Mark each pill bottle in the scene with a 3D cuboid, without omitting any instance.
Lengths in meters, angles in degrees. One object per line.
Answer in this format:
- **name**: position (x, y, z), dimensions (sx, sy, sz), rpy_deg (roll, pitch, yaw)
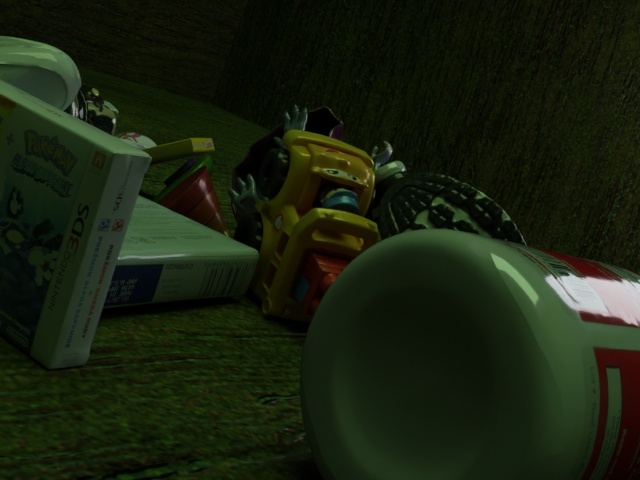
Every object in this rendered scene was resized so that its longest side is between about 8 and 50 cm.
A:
- **pill bottle**: position (0.195, 0.125, 0.732), dimensions (0.408, 0.229, 0.229), rpy_deg (10, 15, -47)

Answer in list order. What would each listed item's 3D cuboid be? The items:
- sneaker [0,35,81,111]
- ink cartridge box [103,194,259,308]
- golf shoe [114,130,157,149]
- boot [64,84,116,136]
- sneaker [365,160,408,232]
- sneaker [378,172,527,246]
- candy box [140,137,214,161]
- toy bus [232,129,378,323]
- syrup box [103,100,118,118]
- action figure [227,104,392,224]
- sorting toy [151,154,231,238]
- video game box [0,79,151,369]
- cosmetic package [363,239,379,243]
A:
- **sneaker**: position (-0.365, -0.090, 0.799), dimensions (0.305, 0.114, 0.152), rpy_deg (-22, 53, -15)
- **ink cartridge box**: position (-0.288, -0.018, 0.960), dimensions (0.330, 0.071, 0.324), rpy_deg (23, 10, 26)
- **golf shoe**: position (-0.362, -0.155, 1.531), dimensions (0.086, 0.067, 0.186), rpy_deg (34, 25, 35)
- **boot**: position (-0.408, -0.184, 1.233), dimensions (0.378, 0.138, 0.284), rpy_deg (4, 2, 31)
- **sneaker**: position (0.102, -0.019, 1.205), dimensions (0.121, 0.079, 0.217), rpy_deg (63, -7, 13)
- **sneaker**: position (0.217, 0.092, 1.080), dimensions (0.410, 0.158, 0.182), rpy_deg (48, -9, 4)
- **candy box**: position (-0.286, -0.136, 1.395), dimensions (0.206, 0.027, 0.105), rpy_deg (-11, 7, 12)
- **toy bus**: position (0.000, 0.000, 1.040), dimensions (0.150, 0.220, 0.211), rpy_deg (14, 17, -24)
- **syrup box**: position (-0.509, -0.241, 1.590), dimensions (0.237, 0.093, 0.096), rpy_deg (15, 12, -29)
- **action figure**: position (0.020, -0.046, 1.378), dimensions (0.370, 0.248, 0.275), rpy_deg (48, 19, -55)
- **sorting toy**: position (-0.181, -0.044, 1.305), dimensions (0.126, 0.127, 0.365), rpy_deg (49, 2, -13)
- **video game box**: position (-0.250, -0.021, 0.715), dimensions (0.205, 0.187, 0.048), rpy_deg (26, 11, 29)
- **cosmetic package**: position (0.158, 0.079, 1.257), dimensions (0.238, 0.107, 0.127), rpy_deg (18, 10, -33)
